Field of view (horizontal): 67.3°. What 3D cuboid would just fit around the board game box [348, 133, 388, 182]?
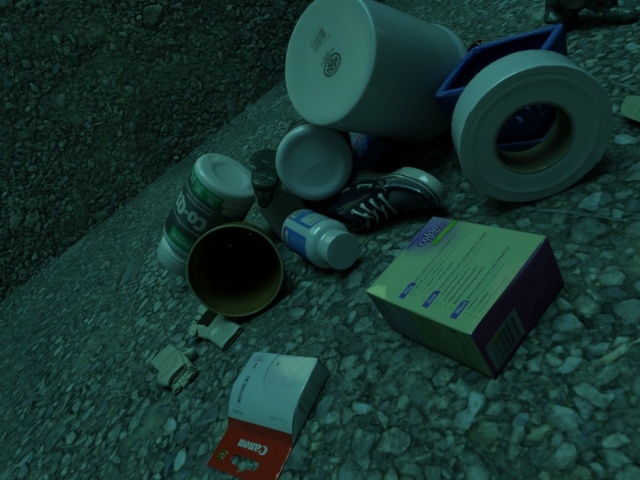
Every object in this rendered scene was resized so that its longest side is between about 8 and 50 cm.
[{"bbox_3d":[0.131,-0.281,1.494,0.160,0.047,0.210,-56,20,25],"label":"board game box"}]

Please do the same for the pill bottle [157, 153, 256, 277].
[{"bbox_3d":[-0.351,-0.066,1.465,0.361,0.204,0.204,-54,19,30],"label":"pill bottle"}]

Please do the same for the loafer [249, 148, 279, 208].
[{"bbox_3d":[-0.163,-0.186,1.400,0.096,0.084,0.268,5,31,-3],"label":"loafer"}]

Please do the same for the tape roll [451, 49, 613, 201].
[{"bbox_3d":[0.410,-0.219,0.952,0.286,0.286,0.100,-23,31,19],"label":"tape roll"}]

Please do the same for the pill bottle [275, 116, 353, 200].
[{"bbox_3d":[-0.011,-0.269,1.426,0.210,0.210,0.363,-27,20,13],"label":"pill bottle"}]

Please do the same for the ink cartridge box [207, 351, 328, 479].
[{"bbox_3d":[-0.110,0.325,0.916,0.189,0.066,0.232,-6,36,41],"label":"ink cartridge box"}]

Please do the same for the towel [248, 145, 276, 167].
[{"bbox_3d":[-0.184,-0.259,1.581,0.110,0.027,0.148,-34,28,2],"label":"towel"}]

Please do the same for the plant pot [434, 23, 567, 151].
[{"bbox_3d":[0.455,-0.344,1.157,0.235,0.212,0.236,4,48,48],"label":"plant pot"}]

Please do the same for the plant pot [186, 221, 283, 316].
[{"bbox_3d":[-0.218,0.047,1.294,0.237,0.237,0.254,-33,14,4],"label":"plant pot"}]

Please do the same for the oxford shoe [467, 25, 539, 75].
[{"bbox_3d":[0.544,-0.581,1.497,0.348,0.130,0.123,-37,29,-4],"label":"oxford shoe"}]

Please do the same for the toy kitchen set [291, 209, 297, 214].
[{"bbox_3d":[-0.036,-0.046,1.360,0.083,0.075,0.068,-19,34,34],"label":"toy kitchen set"}]

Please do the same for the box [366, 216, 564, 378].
[{"bbox_3d":[0.246,0.084,0.841,0.213,0.117,0.242,-46,32,-18],"label":"box"}]

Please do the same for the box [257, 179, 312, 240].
[{"bbox_3d":[-0.120,-0.150,1.530,0.121,0.148,0.311,-31,28,8],"label":"box"}]

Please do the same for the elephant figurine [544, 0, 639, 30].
[{"bbox_3d":[0.786,-0.723,1.401,0.239,0.185,0.170,-156,83,-70],"label":"elephant figurine"}]

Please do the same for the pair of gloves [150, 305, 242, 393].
[{"bbox_3d":[-0.329,0.268,1.234,0.240,0.042,0.204,-44,31,-14],"label":"pair of gloves"}]

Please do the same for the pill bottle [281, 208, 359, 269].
[{"bbox_3d":[0.000,0.000,1.208,0.124,0.124,0.221,-42,30,-12],"label":"pill bottle"}]

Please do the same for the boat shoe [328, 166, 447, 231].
[{"bbox_3d":[0.154,-0.086,1.201,0.158,0.127,0.340,-50,24,-14],"label":"boat shoe"}]

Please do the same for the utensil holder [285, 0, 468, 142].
[{"bbox_3d":[0.149,-0.429,1.244,0.385,0.328,0.327,-6,5,-44],"label":"utensil holder"}]

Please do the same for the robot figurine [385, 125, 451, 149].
[{"bbox_3d":[0.311,-0.372,1.475,0.290,0.085,0.211,-6,39,41],"label":"robot figurine"}]

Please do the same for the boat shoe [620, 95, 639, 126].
[{"bbox_3d":[0.668,-0.259,0.994,0.049,0.042,0.133,-45,24,26],"label":"boat shoe"}]
